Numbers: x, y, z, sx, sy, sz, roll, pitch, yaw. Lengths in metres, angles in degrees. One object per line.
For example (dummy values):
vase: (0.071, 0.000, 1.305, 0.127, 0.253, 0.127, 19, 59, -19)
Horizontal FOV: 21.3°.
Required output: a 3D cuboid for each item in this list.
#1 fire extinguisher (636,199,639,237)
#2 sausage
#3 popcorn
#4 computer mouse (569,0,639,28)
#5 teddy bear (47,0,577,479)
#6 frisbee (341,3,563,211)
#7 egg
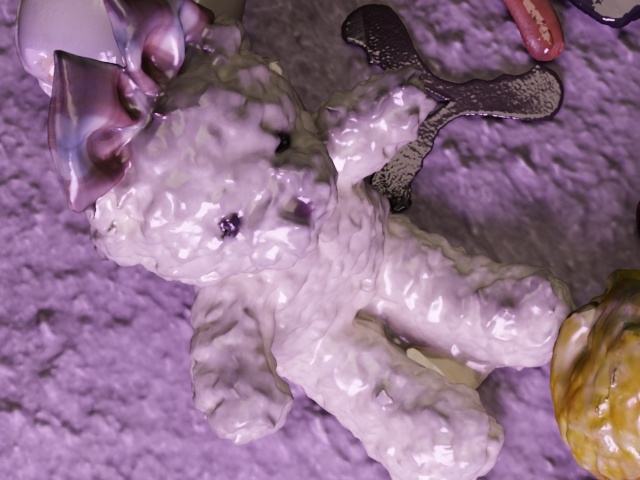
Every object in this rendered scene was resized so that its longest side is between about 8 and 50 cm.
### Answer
fire extinguisher: (0.406, -0.042, 1.427, 0.269, 0.105, 0.104, -21, 72, -5)
sausage: (0.165, -0.243, 1.540, 0.043, 0.043, 0.186, -28, 73, -7)
popcorn: (0.287, 0.105, 1.341, 0.212, 0.198, 0.198, -22, 72, -11)
computer mouse: (0.319, -0.317, 1.540, 0.295, 0.087, 0.168, -36, 80, 4)
teddy bear: (0.000, 0.000, 1.297, 0.375, 0.362, 0.327, 30, 76, 14)
frisbee: (0.089, -0.110, 1.513, 0.211, 0.012, 0.187, 27, 75, 11)
egg: (-0.156, -0.214, 1.469, 0.183, 0.183, 0.217, 22, 74, 9)
